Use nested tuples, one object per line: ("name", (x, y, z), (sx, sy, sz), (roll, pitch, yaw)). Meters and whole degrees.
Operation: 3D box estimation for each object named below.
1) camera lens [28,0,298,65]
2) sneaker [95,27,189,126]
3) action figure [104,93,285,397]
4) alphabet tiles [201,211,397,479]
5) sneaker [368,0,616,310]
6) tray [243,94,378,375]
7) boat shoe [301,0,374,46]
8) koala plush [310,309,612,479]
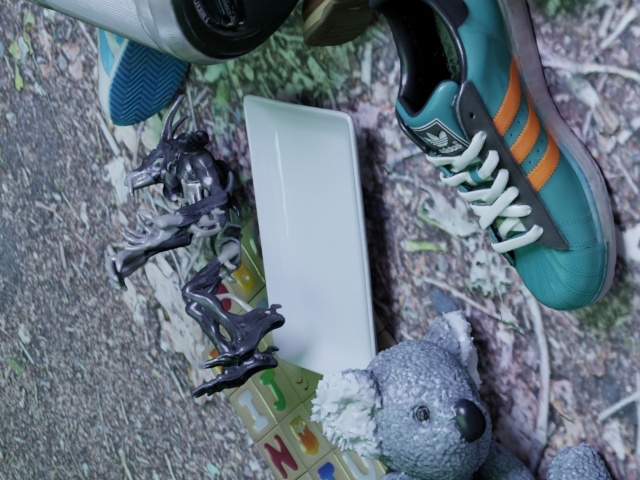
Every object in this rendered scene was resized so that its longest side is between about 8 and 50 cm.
("camera lens", (-0.150, -0.280, 1.330), (0.274, 0.219, 0.219), (23, 126, 29))
("sneaker", (-0.182, -0.222, 1.559), (0.092, 0.087, 0.229), (36, 127, 43))
("action figure", (-0.132, 0.002, 1.532), (0.164, 0.140, 0.276), (111, 141, -66))
("alphabet tiles", (-0.004, 0.148, 1.593), (0.343, 0.011, 0.285), (58, 142, 11))
("sneaker", (0.122, -0.076, 1.233), (0.108, 0.121, 0.302), (-22, 91, 53))
("tray", (0.000, 0.000, 1.479), (0.145, 0.030, 0.270), (15, 119, 44))
("boat shoe", (0.030, -0.219, 1.312), (0.178, 0.064, 0.060), (-36, 62, 58))
("koala plush", (0.099, 0.183, 1.352), (0.221, 0.196, 0.203), (64, 153, -4))
